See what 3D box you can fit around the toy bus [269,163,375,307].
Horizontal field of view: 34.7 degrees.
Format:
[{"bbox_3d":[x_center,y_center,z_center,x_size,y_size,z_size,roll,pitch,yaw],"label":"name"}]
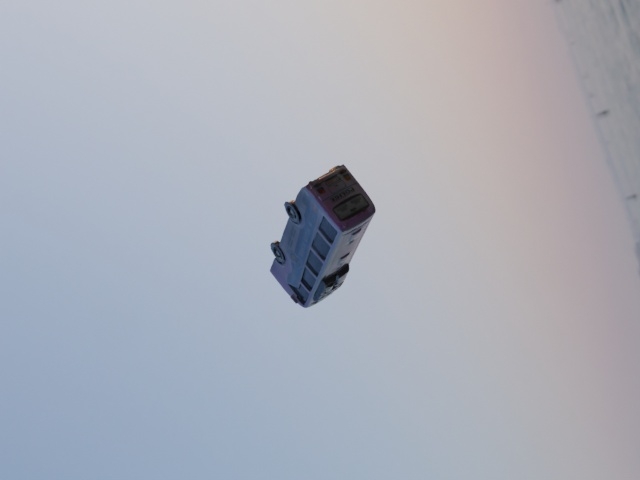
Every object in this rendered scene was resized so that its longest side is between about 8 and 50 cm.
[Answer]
[{"bbox_3d":[0.000,0.000,0.684,0.052,0.037,0.131,51,154,15],"label":"toy bus"}]
